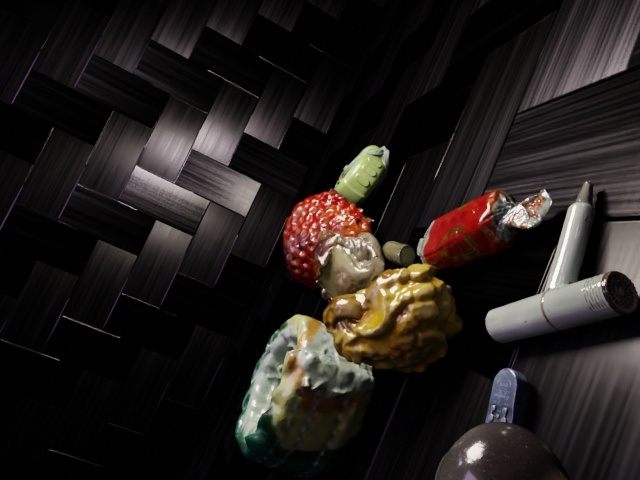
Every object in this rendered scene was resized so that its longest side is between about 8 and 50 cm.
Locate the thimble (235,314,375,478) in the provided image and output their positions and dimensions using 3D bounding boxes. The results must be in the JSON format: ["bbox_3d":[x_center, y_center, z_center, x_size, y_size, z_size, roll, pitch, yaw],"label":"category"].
[{"bbox_3d":[-0.030,0.278,0.841,0.288,0.167,0.254,-53,18,43],"label":"thimble"}]

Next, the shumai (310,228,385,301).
[{"bbox_3d":[0.044,0.066,0.945,0.201,0.120,0.202,-29,57,59],"label":"shumai"}]

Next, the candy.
[{"bbox_3d":[0.213,-0.010,0.668,0.292,0.059,0.086,-35,31,62],"label":"candy"}]

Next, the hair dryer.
[{"bbox_3d":[0.260,0.016,0.504,0.155,0.044,0.183,-41,22,57],"label":"hair dryer"}]

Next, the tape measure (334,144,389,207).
[{"bbox_3d":[0.111,-0.165,1.246,0.175,0.106,0.200,-58,9,-30],"label":"tape measure"}]

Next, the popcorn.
[{"bbox_3d":[0.108,0.123,0.673,0.194,0.163,0.140,-24,51,20],"label":"popcorn"}]

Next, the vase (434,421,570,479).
[{"bbox_3d":[0.176,0.201,0.340,0.182,0.120,0.120,-21,43,51],"label":"vase"}]

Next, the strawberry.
[{"bbox_3d":[-0.005,0.014,1.154,0.280,0.150,0.254,42,127,56],"label":"strawberry"}]

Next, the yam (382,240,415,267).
[{"bbox_3d":[0.150,0.025,0.880,0.043,0.043,0.094,-65,14,-2],"label":"yam"}]

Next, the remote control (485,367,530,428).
[{"bbox_3d":[0.182,0.207,0.466,0.043,0.027,0.153,-16,52,65],"label":"remote control"}]
